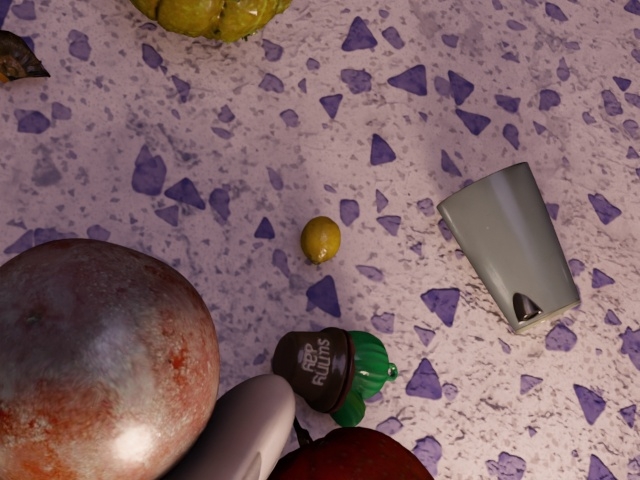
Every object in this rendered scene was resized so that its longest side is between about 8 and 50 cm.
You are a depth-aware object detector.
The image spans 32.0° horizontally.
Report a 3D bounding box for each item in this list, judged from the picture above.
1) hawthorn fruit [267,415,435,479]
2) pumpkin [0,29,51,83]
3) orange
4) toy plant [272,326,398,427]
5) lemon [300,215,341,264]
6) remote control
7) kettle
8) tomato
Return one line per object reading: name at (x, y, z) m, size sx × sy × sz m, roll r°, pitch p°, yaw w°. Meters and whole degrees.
hawthorn fruit at (0.032, 0.341, 1.408) m, size 0.254 × 0.254 × 0.300 m, roll -8°, pitch 53°, yaw -29°
pumpkin at (-0.446, -0.260, 1.604) m, size 0.073 × 0.035 × 0.101 m, roll -27°, pitch 75°, yaw -45°
orange at (-0.179, -0.442, 1.713) m, size 0.300 × 0.223 × 0.301 m, roll 4°, pitch 58°, yaw -19°
toy plant at (0.030, 0.189, 1.562) m, size 0.200 × 0.105 × 0.143 m, roll 18°, pitch 66°, yaw -30°
lemon at (0.000, 0.000, 1.665) m, size 0.062 × 0.062 × 0.083 m, roll 23°, pitch 59°, yaw -14°
remote control at (-0.137, 0.298, 1.349) m, size 0.103 × 0.221 × 0.332 m, roll 40°, pitch 55°, yaw -9°
kettle at (0.319, 0.015, 1.779) m, size 0.210 × 0.160 × 0.243 m, roll -15°, pitch 78°, yaw -60°
tomato at (-0.274, 0.151, 1.313) m, size 0.317 × 0.282 × 0.316 m, roll -6°, pitch 61°, yaw 10°
